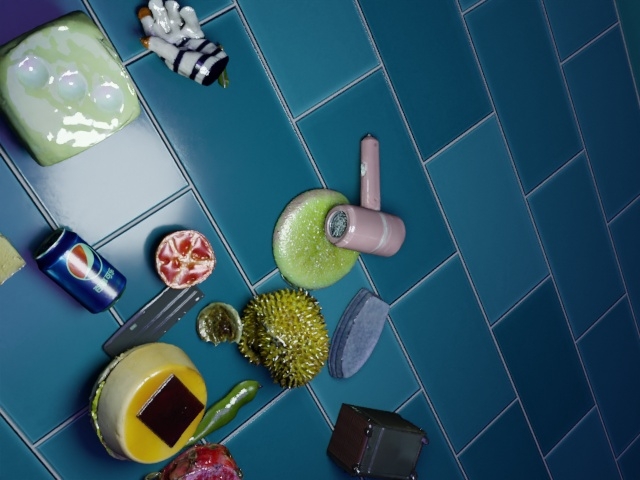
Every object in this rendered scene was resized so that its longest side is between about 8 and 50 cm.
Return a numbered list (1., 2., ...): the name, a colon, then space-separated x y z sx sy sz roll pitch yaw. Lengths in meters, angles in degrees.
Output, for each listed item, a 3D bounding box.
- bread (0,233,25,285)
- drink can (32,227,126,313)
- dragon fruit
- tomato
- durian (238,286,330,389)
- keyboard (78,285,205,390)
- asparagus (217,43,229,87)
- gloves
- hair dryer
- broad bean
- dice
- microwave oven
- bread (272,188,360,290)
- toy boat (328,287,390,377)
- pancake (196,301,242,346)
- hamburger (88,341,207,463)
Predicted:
1. bread: -0.713 0.028 1.448 0.084 0.080 0.109 -40 119 -20
2. drink can: -0.555 0.071 1.528 0.118 0.118 0.205 -49 118 -13
3. dragon fruit: -0.318 0.662 1.754 0.282 0.147 0.211 10 103 -35
4. tomato: -0.350 0.041 1.668 0.155 0.069 0.156 -5 102 -26
5. durian: -0.085 0.267 1.773 0.258 0.258 0.293 -20 114 -26
6. keyboard: -0.458 0.243 1.670 0.381 0.041 0.103 -47 118 -22
7. asparagus: -0.248 -0.441 1.663 0.025 0.021 0.108 -14 106 -32
8. gloves: -0.334 -0.469 1.563 0.218 0.131 0.140 36 81 1
9. hair dryer: 0.122 -0.139 1.862 0.210 0.125 0.353 11 73 -40
10. broad bean: -0.294 0.474 1.793 0.318 0.056 0.098 -24 111 -22
11. dice: -0.546 -0.315 1.380 0.249 0.254 0.252 -35 116 -17
12. microwave oven: 0.172 0.630 2.025 0.247 0.178 0.188 20 87 -31
13. bread: -0.005 0.001 1.878 0.301 0.045 0.302 -6 103 -28
14. toy boat: 0.108 0.286 1.979 0.127 0.078 0.283 29 83 -34
15. pancake: -0.267 0.220 1.738 0.129 0.022 0.116 -10 92 16
16. hamburger: -0.426 0.396 1.620 0.300 0.176 0.300 -17 115 -41
